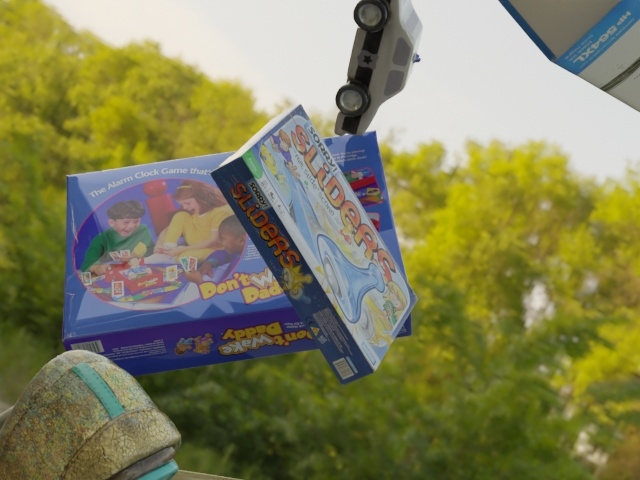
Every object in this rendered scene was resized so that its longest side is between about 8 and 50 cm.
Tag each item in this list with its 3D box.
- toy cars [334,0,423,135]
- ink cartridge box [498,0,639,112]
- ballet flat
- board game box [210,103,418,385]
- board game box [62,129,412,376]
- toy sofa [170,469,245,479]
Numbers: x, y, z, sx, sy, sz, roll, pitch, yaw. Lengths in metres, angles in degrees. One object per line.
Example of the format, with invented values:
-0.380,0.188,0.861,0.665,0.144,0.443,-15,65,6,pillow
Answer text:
0.103,-0.293,1.375,0.087,0.394,0.176,15,-14,5,toy cars
0.221,-0.200,1.079,0.203,0.086,0.148,14,36,-56,ink cartridge box
-0.201,0.187,0.873,0.123,0.123,0.348,29,-47,-11,ballet flat
0.000,0.000,1.059,0.201,0.035,0.136,58,28,-11,board game box
-0.092,0.013,1.373,0.347,0.233,0.078,-8,-41,0,board game box
-0.163,0.404,1.594,0.150,0.177,0.362,12,-22,-8,toy sofa
